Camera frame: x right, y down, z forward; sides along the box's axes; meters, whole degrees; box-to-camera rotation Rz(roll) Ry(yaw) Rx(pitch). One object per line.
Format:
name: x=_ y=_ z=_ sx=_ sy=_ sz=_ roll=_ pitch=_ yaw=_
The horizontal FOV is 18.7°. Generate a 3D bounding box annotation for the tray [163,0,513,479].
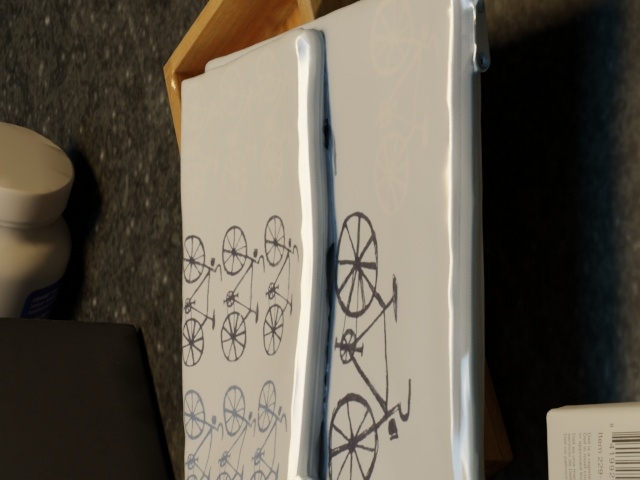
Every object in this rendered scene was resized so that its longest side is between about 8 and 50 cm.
tray: x=0.000 y=0.000 z=1.282 sx=0.203 sy=0.076 sz=0.411 roll=-48 pitch=47 yaw=47

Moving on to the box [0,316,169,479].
box: x=-0.252 y=0.288 z=1.580 sx=0.312 sy=0.179 sz=0.343 roll=-54 pitch=42 yaw=45

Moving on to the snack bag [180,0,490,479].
snack bag: x=-0.002 y=0.018 z=1.172 sx=0.342 sy=0.037 sz=0.323 roll=-13 pitch=75 yaw=59

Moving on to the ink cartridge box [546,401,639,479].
ink cartridge box: x=0.201 y=0.148 z=0.882 sx=0.212 sy=0.093 sz=0.154 roll=-14 pitch=75 yaw=61

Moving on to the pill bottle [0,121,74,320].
pill bottle: x=-0.311 y=0.034 z=1.749 sx=0.152 sy=0.152 sz=0.272 roll=59 pitch=135 yaw=46
